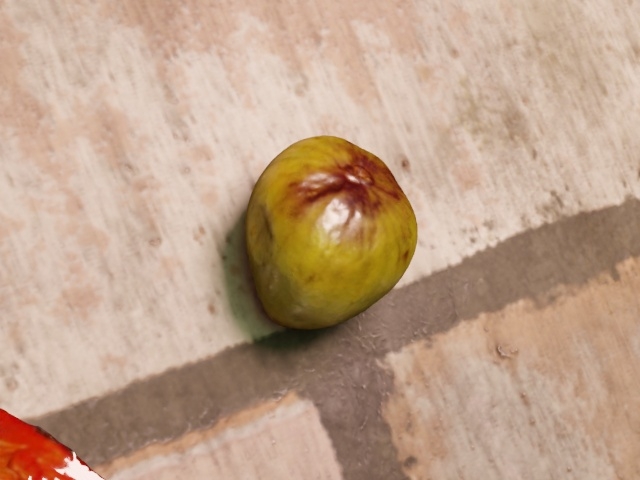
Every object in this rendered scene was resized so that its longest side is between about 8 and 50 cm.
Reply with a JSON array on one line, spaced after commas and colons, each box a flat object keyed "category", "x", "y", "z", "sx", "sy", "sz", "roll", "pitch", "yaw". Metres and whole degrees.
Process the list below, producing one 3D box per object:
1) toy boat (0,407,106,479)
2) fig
[{"category": "toy boat", "x": -0.165, "y": 0.243, "z": 0.786, "sx": 0.332, "sy": 0.145, "sz": 0.133, "roll": 47, "pitch": 55, "yaw": -8}, {"category": "fig", "x": 0.006, "y": -0.007, "z": 0.954, "sx": 0.136, "sy": 0.121, "sz": 0.153, "roll": 37, "pitch": 64, "yaw": -4}]
